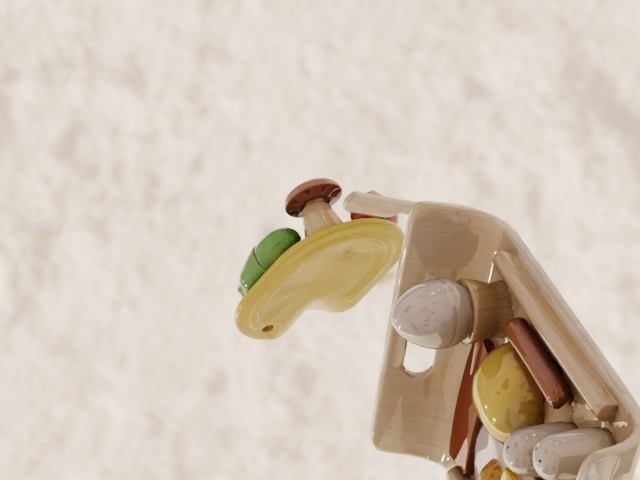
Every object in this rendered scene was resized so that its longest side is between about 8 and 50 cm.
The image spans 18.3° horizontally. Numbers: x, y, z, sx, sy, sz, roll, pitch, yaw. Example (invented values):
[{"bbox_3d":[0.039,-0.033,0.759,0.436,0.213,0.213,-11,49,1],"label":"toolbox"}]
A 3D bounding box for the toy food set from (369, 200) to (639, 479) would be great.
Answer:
[{"bbox_3d":[0.108,0.141,1.327,0.306,0.092,0.219,-117,31,-54],"label":"toy food set"}]

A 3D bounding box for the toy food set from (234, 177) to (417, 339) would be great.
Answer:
[{"bbox_3d":[0.000,0.000,1.700,0.218,0.128,0.071,-46,55,38],"label":"toy food set"}]
